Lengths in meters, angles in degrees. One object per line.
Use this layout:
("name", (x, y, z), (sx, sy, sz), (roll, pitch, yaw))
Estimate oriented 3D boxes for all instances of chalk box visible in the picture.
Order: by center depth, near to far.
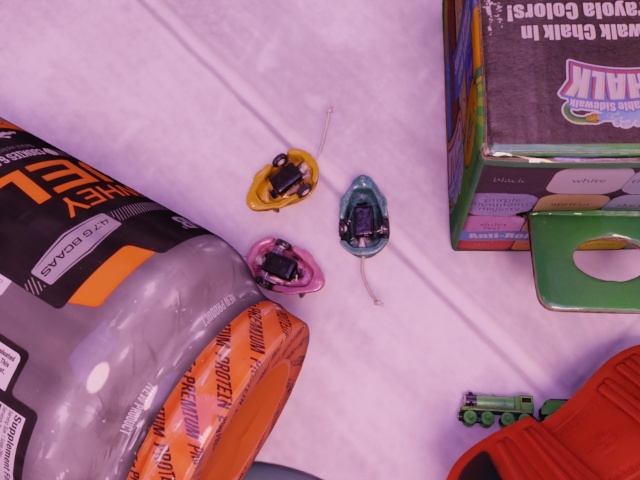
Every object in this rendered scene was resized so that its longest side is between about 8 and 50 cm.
("chalk box", (0.179, -0.091, 0.445), (0.180, 0.179, 0.289), (1, 74, 6))

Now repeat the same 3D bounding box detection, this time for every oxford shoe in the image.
("oxford shoe", (0.199, 0.142, 0.428), (0.271, 0.098, 0.097), (-18, 36, -13))

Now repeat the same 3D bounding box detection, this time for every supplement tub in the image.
("supplement tub", (-0.178, 0.044, 0.433), (0.316, 0.193, 0.194), (28, 78, 13))

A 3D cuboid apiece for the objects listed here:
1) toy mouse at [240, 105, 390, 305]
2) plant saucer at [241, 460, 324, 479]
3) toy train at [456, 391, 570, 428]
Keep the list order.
("toy mouse", (0.000, 0.000, 0.511), (0.161, 0.031, 0.143), (-43, 73, -7))
("plant saucer", (-0.062, 0.304, 0.420), (0.317, 0.044, 0.318), (-2, 72, 6))
("toy train", (0.137, 0.119, 0.468), (0.083, 0.017, 0.024), (2, 64, 7))
